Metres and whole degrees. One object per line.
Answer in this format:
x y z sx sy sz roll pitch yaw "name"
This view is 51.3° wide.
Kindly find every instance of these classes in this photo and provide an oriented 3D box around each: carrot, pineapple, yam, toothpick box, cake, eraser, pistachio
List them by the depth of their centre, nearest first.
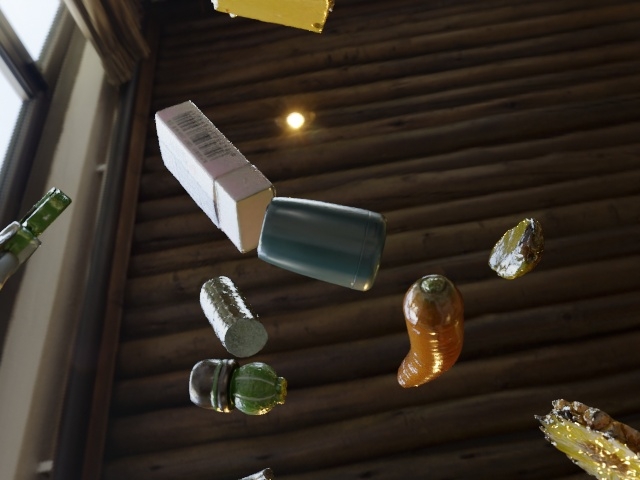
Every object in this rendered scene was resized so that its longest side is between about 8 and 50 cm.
0.118 0.118 0.726 0.066 0.271 0.062 -3 -124 5 "carrot"
-0.104 0.089 0.783 0.054 0.054 0.132 -31 -153 -10 "yam"
0.398 0.285 0.922 0.221 0.221 0.047 25 -112 35 "pineapple"
0.000 0.000 1.000 0.184 0.120 0.120 13 -130 0 "toothpick box"
0.303 0.022 1.021 0.049 0.173 0.089 27 -102 2 "pistachio"
-0.070 -0.504 1.154 0.228 0.286 0.222 11 -103 -3 "cake"
-0.186 -0.117 1.174 0.086 0.130 0.287 -28 -127 -22 "eraser"

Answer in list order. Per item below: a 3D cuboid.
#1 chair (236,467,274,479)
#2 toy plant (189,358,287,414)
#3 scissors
-0.101 0.401 0.745 0.188 0.166 0.272 -20 -117 -12 "chair"
-0.138 0.253 1.152 0.163 0.092 0.092 2 -131 9 "toy plant"
-0.215 0.008 0.459 0.101 0.027 0.204 -50 -161 -7 "scissors"
